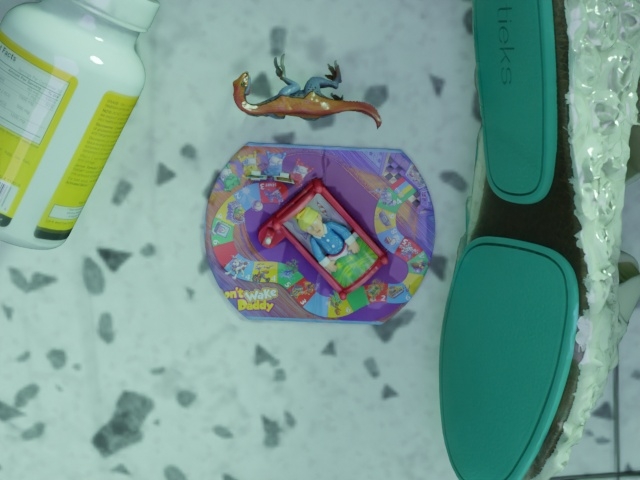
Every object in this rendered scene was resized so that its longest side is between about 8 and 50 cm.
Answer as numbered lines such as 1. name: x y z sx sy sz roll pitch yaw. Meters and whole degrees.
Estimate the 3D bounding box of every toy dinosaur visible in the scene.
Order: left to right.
1. toy dinosaur: -0.017 -0.100 0.954 0.082 0.090 0.047 -22 123 -42

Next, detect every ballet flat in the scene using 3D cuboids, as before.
1. ballet flat: 0.174 -0.019 0.958 0.147 0.147 0.408 2 105 -3

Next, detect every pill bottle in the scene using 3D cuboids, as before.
1. pill bottle: -0.181 -0.094 0.932 0.103 0.103 0.184 27 101 -8

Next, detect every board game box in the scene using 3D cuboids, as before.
1. board game box: 0.000 0.000 0.999 0.169 0.033 0.133 3 104 -2
